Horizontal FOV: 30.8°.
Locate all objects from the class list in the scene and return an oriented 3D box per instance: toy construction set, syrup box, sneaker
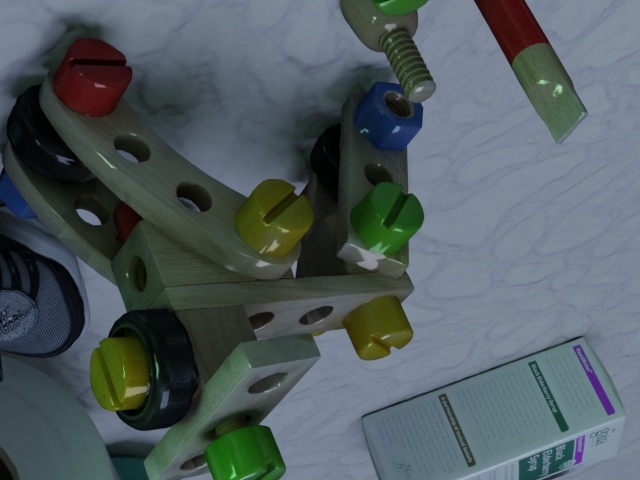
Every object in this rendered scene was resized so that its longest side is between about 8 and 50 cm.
[{"bbox_3d":[0.000,0.000,0.616,0.309,0.237,0.257,-36,145,19],"label":"toy construction set"},{"bbox_3d":[0.167,0.189,1.122,0.237,0.096,0.093,-18,147,-4],"label":"syrup box"},{"bbox_3d":[-0.203,0.043,0.636,0.101,0.153,0.268,-26,147,6],"label":"sneaker"}]

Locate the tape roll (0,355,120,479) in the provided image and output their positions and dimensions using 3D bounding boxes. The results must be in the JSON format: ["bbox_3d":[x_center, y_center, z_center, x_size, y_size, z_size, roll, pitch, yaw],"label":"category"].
[{"bbox_3d":[-0.245,0.218,0.783,0.246,0.246,0.169,-16,147,-10],"label":"tape roll"}]

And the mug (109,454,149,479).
[{"bbox_3d":[-0.177,0.238,0.987,0.129,0.097,0.158,-20,147,-3],"label":"mug"}]
